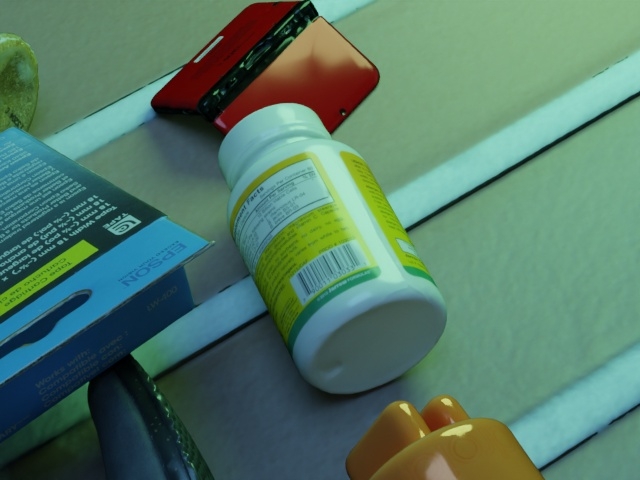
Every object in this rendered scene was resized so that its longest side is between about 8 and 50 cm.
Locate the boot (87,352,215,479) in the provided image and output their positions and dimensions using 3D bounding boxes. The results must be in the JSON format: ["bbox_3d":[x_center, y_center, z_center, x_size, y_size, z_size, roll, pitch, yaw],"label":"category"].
[{"bbox_3d":[-0.157,0.237,1.073,0.222,0.118,0.338,-27,47,-2],"label":"boot"}]

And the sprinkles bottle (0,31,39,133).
[{"bbox_3d":[-0.413,-0.158,1.376,0.355,0.121,0.121,19,58,18],"label":"sprinkles bottle"}]

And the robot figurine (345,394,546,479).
[{"bbox_3d":[0.101,0.203,1.052,0.128,0.158,0.219,-34,62,-1],"label":"robot figurine"}]

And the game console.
[{"bbox_3d":[-0.047,-0.126,1.383,0.124,0.085,0.144,7,47,50],"label":"game console"}]

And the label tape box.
[{"bbox_3d":[-0.224,0.057,1.129,0.240,0.106,0.333,-35,32,-18],"label":"label tape box"}]

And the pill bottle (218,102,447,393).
[{"bbox_3d":[0.000,0.000,1.221,0.117,0.117,0.208,-22,55,-10],"label":"pill bottle"}]
